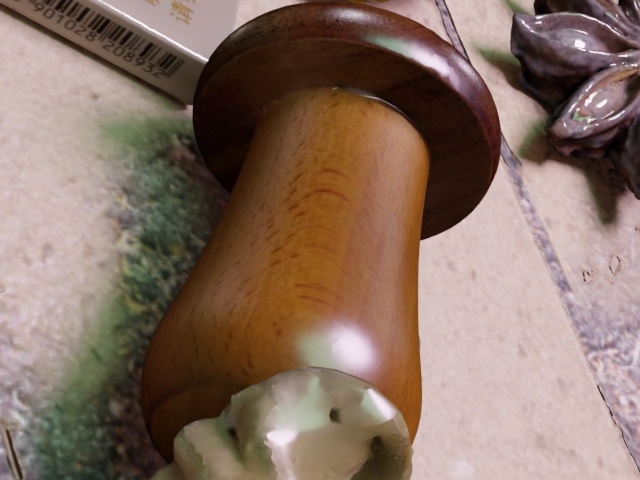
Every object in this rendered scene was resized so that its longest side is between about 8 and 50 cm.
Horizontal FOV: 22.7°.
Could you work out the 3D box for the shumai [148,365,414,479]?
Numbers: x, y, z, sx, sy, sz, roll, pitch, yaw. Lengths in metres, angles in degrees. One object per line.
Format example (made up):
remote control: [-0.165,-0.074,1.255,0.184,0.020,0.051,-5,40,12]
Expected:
shumai: [-0.023,0.197,0.712,0.314,0.267,0.262,-6,68,-48]

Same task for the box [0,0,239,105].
box: [-0.209,-0.251,1.020,0.365,0.051,0.204,27,48,-23]

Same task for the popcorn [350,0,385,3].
popcorn: [0.056,-0.264,1.184,0.198,0.155,0.197,16,38,-13]

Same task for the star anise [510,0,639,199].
star anise: [0.260,-0.131,1.277,0.223,0.109,0.236,-13,71,-13]

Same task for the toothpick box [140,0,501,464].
toothpick box: [0.000,0.000,0.928,0.192,0.192,0.294,30,51,-21]
